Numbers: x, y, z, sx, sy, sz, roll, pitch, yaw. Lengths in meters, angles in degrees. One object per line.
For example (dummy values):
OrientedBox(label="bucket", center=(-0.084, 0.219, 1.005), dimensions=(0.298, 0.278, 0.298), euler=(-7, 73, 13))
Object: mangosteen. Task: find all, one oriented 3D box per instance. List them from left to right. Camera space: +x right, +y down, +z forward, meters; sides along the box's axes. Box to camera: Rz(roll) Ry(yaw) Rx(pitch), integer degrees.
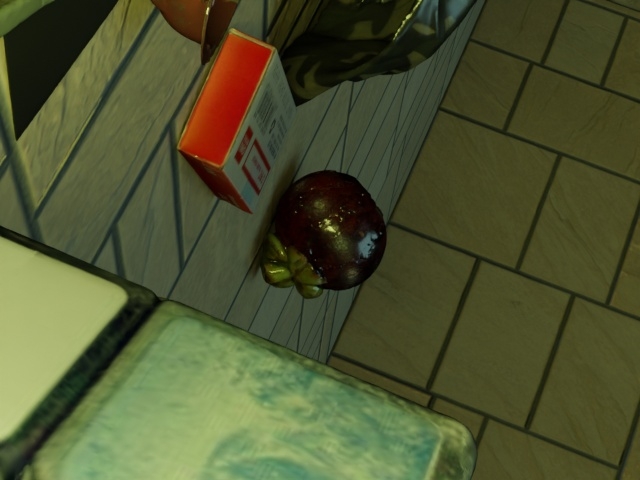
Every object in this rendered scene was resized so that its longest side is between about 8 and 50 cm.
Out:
OrientedBox(label="mangosteen", center=(0.000, 0.000, 1.715), dimensions=(0.180, 0.166, 0.166), euler=(-42, 168, -9))

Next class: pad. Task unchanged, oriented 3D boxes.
OrientedBox(label="pad", center=(-0.124, -0.193, 0.772), dimensions=(0.170, 0.006, 0.245), euler=(100, 13, -56))

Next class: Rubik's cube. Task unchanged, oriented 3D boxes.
OrientedBox(label="Rubik's cube", center=(-0.148, 0.207, 0.516), dimensions=(0.313, 0.318, 0.316), euler=(-56, 167, -58))

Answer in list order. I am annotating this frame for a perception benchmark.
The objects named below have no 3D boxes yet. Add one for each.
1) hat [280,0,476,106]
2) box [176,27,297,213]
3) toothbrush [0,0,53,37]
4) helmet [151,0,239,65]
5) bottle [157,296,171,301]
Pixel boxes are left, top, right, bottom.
OrientedBox(label="hat", center=(0.104, -0.302, 1.438), dimensions=(0.381, 0.257, 0.366), euler=(-2, 117, -61))
OrientedBox(label="box", center=(-0.073, -0.105, 1.232), dimensions=(0.229, 0.050, 0.123), euler=(64, 50, -81))
OrientedBox(label="toothbrush", center=(-0.160, -0.109, 0.639), dimensions=(0.297, 0.030, 0.030), euler=(-56, 176, -49))
OrientedBox(label="helmet", center=(-0.087, -0.177, 0.888), dimensions=(0.089, 0.057, 0.111), euler=(108, 3, -51))
OrientedBox(label="bottle", center=(-0.168, 0.137, 0.969), dimensions=(0.253, 0.120, 0.120), euler=(-50, 160, -64))
